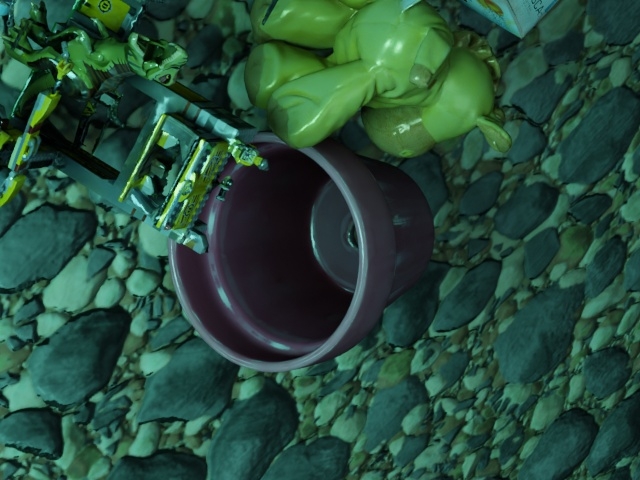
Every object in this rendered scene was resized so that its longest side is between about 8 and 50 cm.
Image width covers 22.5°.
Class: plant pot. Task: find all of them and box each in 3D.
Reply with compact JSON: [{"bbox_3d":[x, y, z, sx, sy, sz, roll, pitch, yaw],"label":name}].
[{"bbox_3d":[0.000,0.000,1.381,0.180,0.201,0.201,-13,131,-56],"label":"plant pot"}]

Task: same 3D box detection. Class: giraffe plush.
[{"bbox_3d":[0.066,-0.136,1.286,0.210,0.181,0.170,-15,149,30],"label":"giraffe plush"}]

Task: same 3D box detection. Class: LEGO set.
[{"bbox_3d":[-0.114,-0.127,1.097,0.331,0.192,0.255,-60,169,4],"label":"LEGO set"}]

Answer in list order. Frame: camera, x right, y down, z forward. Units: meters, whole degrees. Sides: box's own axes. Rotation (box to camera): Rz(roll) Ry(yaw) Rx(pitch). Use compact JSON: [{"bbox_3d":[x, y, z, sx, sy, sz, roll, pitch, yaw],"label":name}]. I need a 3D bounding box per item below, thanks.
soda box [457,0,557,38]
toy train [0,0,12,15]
[{"bbox_3d":[0.109,-0.234,1.279,0.063,0.183,0.058,-47,143,-6],"label":"soda box"},{"bbox_3d":[-0.227,-0.236,1.078,0.125,0.046,0.166,-4,127,-43],"label":"toy train"}]
